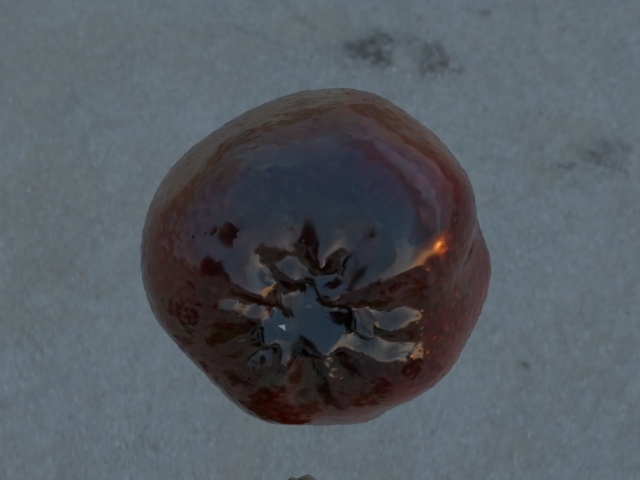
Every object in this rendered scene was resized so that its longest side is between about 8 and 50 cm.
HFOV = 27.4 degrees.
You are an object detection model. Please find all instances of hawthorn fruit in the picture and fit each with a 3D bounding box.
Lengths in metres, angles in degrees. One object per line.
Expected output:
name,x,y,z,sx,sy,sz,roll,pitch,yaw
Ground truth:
hawthorn fruit,0.000,0.000,0.644,0.169,0.169,0.188,4,22,-1

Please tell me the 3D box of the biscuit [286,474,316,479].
biscuit,-0.076,0.201,0.656,0.033,0.220,0.220,44,57,1
